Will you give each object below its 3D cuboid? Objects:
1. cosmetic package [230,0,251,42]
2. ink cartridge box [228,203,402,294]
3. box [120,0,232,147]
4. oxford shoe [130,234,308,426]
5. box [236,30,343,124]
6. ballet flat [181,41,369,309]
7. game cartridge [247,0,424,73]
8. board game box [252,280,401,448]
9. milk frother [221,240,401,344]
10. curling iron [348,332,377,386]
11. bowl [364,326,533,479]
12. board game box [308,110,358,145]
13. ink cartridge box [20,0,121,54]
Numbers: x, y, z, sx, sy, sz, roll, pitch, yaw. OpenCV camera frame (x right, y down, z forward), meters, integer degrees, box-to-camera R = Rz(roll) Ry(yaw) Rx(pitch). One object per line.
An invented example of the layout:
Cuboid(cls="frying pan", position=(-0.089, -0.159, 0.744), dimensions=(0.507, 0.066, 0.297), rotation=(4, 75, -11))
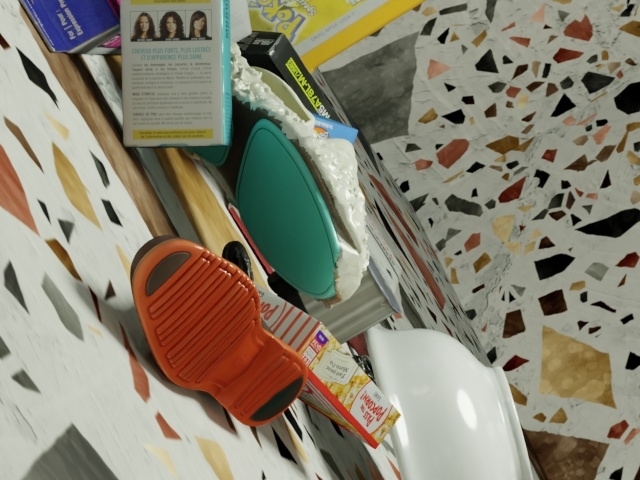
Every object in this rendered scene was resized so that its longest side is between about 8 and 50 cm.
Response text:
Cuboid(cls="cosmetic package", position=(-0.155, -0.295, 2.126), dimensions=(0.085, 0.117, 0.231), rotation=(55, -11, 20))
Cuboid(cls="ink cartridge box", position=(0.000, 0.000, 2.217), dimensions=(0.197, 0.114, 0.273), rotation=(58, 6, -3))
Cuboid(cls="box", position=(-0.139, -0.212, 1.757), dimensions=(0.060, 0.100, 0.244), rotation=(-21, 111, -85))
Cuboid(cls="oxford shoe", position=(-0.100, 0.061, 1.443), dimensions=(0.098, 0.097, 0.271), rotation=(43, -9, 31))
Cuboid(cls="box", position=(-0.079, -0.195, 2.358), dimensions=(0.190, 0.045, 0.184), rotation=(11, -31, 43))
Cuboid(cls="ballet flat", position=(-0.043, -0.096, 1.837), dimensions=(0.409, 0.147, 0.147), rotation=(48, -1, 36))
Cuboid(cls="game cartridge", position=(-0.054, -0.344, 2.424), dimensions=(0.285, 0.323, 0.053), rotation=(53, 6, -37))
Cuboid(cls="board game box", position=(-0.024, 0.102, 1.660), dimensions=(0.146, 0.045, 0.193), rotation=(30, -13, 37))
Cuboid(cls="milk frother", position=(-0.015, 0.044, 1.849), dimensions=(0.129, 0.134, 0.143), rotation=(62, 8, 29))
Cuboid(cls="curling iron", position=(0.042, 0.111, 2.375), dimensions=(0.068, 0.035, 0.274), rotation=(54, 9, -38))
Cuboid(cls="bowl", position=(0.142, 0.214, 1.915), dimensions=(0.298, 0.134, 0.298), rotation=(-15, 90, -89))
Cuboid(cls="board game box", position=(-0.072, -0.143, 2.079), dimensions=(0.160, 0.047, 0.210), rotation=(22, 5, 25))
Cuboid(cls="ink cartridge box", position=(-0.251, -0.276, 1.842), dimensions=(0.176, 0.069, 0.371), rotation=(59, 9, -2))
